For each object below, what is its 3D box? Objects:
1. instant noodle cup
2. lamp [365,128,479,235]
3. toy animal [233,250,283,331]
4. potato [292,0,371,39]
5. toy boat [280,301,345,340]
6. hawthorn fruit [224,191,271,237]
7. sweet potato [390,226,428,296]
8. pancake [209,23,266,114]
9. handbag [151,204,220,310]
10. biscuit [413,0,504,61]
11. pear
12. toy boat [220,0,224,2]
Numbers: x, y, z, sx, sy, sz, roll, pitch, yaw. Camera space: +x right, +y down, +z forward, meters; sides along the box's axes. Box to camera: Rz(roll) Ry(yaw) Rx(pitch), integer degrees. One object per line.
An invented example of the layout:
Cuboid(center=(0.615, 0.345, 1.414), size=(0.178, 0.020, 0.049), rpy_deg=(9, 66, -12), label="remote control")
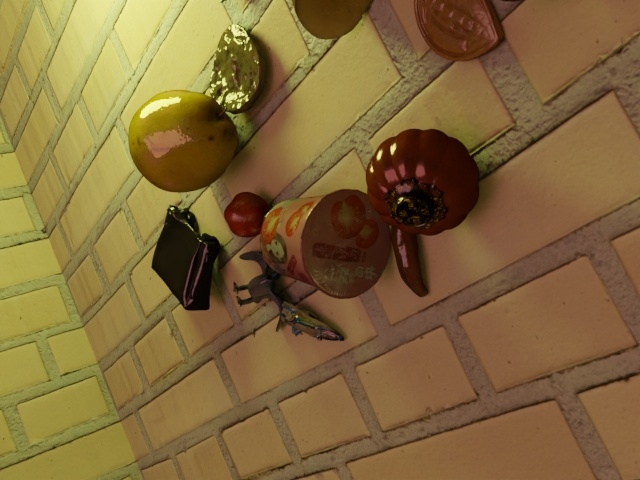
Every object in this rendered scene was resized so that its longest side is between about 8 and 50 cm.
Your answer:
Cuboid(center=(0.000, 0.000, 1.694), size=(0.231, 0.243, 0.243), rpy_deg=(8, 109, 57), label="instant noodle cup")
Cuboid(center=(0.196, -0.110, 1.431), size=(0.223, 0.196, 0.223), rpy_deg=(10, 133, 11), label="lamp")
Cuboid(center=(-0.150, 0.131, 2.032), size=(0.255, 0.176, 0.239), rpy_deg=(97, 154, -80), label="toy animal")
Cuboid(center=(0.006, -0.550, 1.545), size=(0.203, 0.178, 0.158), rpy_deg=(84, 164, -52), label="potato")
Cuboid(center=(-0.020, 0.222, 1.921), size=(0.210, 0.066, 0.084), rpy_deg=(19, 151, 36), label="toy boat")
Cuboid(center=(-0.188, -0.060, 1.969), size=(0.140, 0.125, 0.125), rpy_deg=(44, 133, 20), label="hawthorn fruit")
Cuboid(center=(0.188, 0.000, 1.595), size=(0.078, 0.058, 0.255), rpy_deg=(4, 104, 33), label="sweet potato")
Cuboid(center=(-0.213, -0.444, 1.923), size=(0.242, 0.050, 0.242), rpy_deg=(8, 100, 48), label="pancake")
Cuboid(center=(-0.412, 0.051, 2.287), size=(0.285, 0.113, 0.257), rpy_deg=(42, 126, 43), label="handbag")
Cuboid(center=(0.251, -0.413, 1.391), size=(0.221, 0.029, 0.142), rpy_deg=(46, 134, 29), label="biscuit")
Cuboid(center=(-0.359, -0.271, 2.007), size=(0.336, 0.285, 0.285), rpy_deg=(-2, 103, 20), label="pear")
Cuboid(center=(-0.202, -0.724, 1.801), size=(0.093, 0.055, 0.293), rpy_deg=(49, 136, 28), label="toy boat")
